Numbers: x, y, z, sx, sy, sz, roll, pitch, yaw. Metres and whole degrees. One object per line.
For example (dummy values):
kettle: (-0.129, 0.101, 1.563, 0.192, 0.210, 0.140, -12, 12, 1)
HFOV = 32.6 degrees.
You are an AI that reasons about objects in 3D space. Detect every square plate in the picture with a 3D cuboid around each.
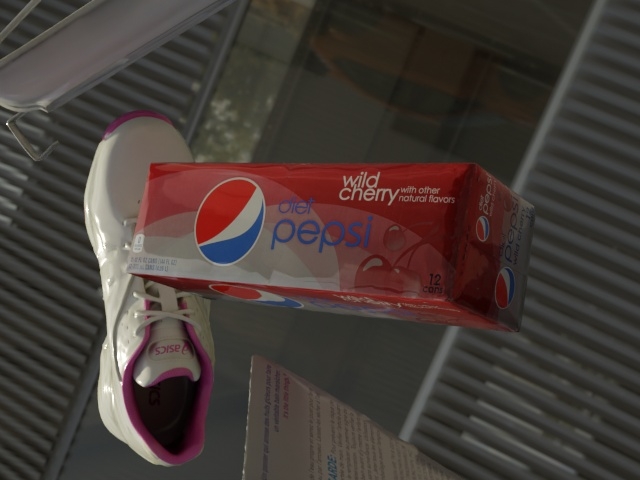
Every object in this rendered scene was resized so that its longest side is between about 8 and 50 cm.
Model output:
square plate: (-0.142, -0.205, 0.972, 0.049, 0.347, 0.344, 59, 171, -11)

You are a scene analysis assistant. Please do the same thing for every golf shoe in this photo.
golf shoe: (-0.131, 0.046, 0.924, 0.115, 0.306, 0.140, -7, -166, -19)

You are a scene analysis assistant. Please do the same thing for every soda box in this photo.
soda box: (0.000, 0.000, 0.710, 0.263, 0.083, 0.092, 3, 166, 36)

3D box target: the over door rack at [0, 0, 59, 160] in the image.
over door rack: (-0.261, -0.228, 1.047, 0.108, 0.324, 0.239, 35, -170, 1)

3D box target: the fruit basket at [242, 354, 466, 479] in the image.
fruit basket: (0.094, 0.239, 0.577, 0.353, 0.165, 0.327, 28, -158, -14)
